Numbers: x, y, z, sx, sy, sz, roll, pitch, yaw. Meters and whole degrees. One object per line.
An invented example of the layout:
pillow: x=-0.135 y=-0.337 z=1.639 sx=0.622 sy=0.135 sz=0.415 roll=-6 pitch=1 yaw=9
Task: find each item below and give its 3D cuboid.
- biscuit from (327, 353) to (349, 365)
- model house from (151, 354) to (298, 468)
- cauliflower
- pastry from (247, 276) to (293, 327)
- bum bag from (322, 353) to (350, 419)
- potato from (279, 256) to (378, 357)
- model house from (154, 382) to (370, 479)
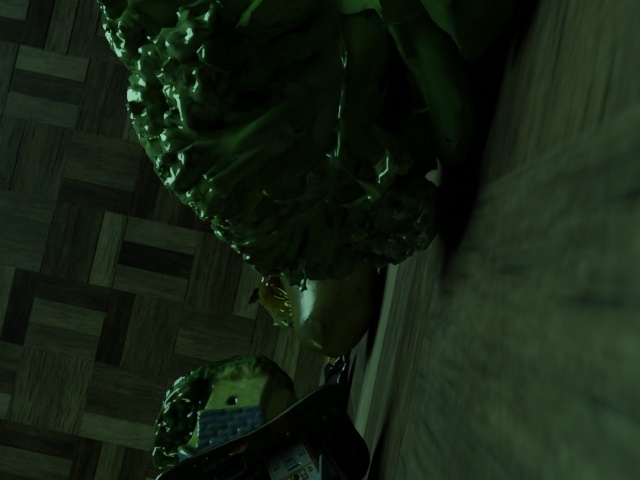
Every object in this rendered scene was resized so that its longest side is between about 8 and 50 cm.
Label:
biscuit: x=0.047 y=0.148 z=1.162 sx=0.254 sy=0.035 sz=0.254 roll=12 pitch=-90 yaw=-89
model house: x=-0.146 y=0.379 z=0.903 sx=0.266 sy=0.261 sz=0.321 roll=-85 pitch=-15 yaw=-72
cauliflower: x=0.010 y=-0.126 z=0.366 sx=0.250 sy=0.275 sz=0.272 roll=-24 pitch=27 yaw=51
pastry: x=0.000 y=0.000 z=1.118 sx=0.330 sy=0.136 sz=0.330 roll=-61 pitch=4 yaw=8
bum bag: x=0.010 y=0.261 z=0.909 sx=0.087 sy=0.049 sz=0.198 roll=113 pitch=171 yaw=-69
potato: x=0.015 y=0.062 z=0.764 sx=0.137 sy=0.137 sz=0.176 roll=100 pitch=161 yaw=-52
model house: x=-0.027 y=0.201 z=0.440 sx=0.088 sy=0.167 sz=0.117 roll=45 pitch=157 yaw=60
